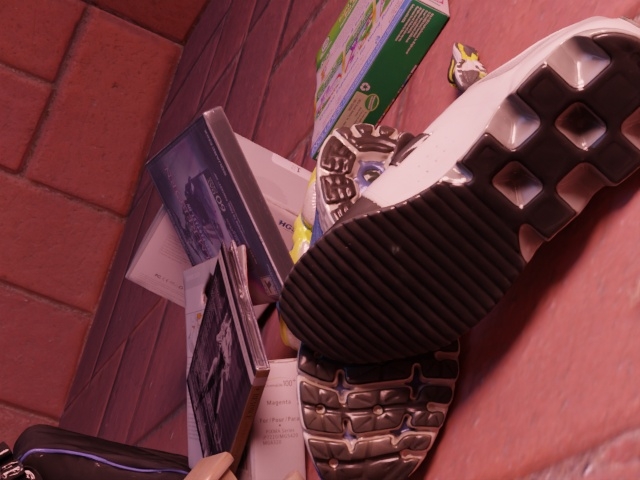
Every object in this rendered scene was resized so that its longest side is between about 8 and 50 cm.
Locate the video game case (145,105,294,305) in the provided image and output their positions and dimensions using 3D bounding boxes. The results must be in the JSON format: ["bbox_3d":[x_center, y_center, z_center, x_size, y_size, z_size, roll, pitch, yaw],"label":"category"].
[{"bbox_3d":[-0.110,-0.021,1.140,0.026,0.196,0.274,-26,3,-22],"label":"video game case"}]

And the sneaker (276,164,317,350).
[{"bbox_3d":[0.000,0.000,1.145,0.240,0.091,0.126,-70,16,-6],"label":"sneaker"}]

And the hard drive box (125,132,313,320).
[{"bbox_3d":[-0.116,-0.009,1.355,0.232,0.181,0.089,-53,14,40],"label":"hard drive box"}]

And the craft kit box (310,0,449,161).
[{"bbox_3d":[0.068,-0.250,1.323,0.250,0.061,0.246,-55,23,37],"label":"craft kit box"}]

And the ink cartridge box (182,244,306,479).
[{"bbox_3d":[-0.090,0.138,1.164,0.275,0.060,0.238,161,109,-68],"label":"ink cartridge box"}]

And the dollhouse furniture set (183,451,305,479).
[{"bbox_3d":[-0.118,0.210,0.813,0.303,0.173,0.355,-24,16,38],"label":"dollhouse furniture set"}]

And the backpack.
[{"bbox_3d":[-0.285,0.371,1.303,0.213,0.277,0.263,-170,95,-78],"label":"backpack"}]

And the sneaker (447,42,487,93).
[{"bbox_3d":[0.139,-0.157,1.026,0.083,0.031,0.035,-84,9,-54],"label":"sneaker"}]

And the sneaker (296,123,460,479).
[{"bbox_3d":[0.044,0.067,0.912,0.147,0.130,0.329,97,178,-57],"label":"sneaker"}]

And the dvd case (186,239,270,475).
[{"bbox_3d":[-0.096,0.135,1.071,0.164,0.018,0.221,-109,27,-42],"label":"dvd case"}]

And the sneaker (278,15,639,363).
[{"bbox_3d":[0.110,-0.036,0.780,0.330,0.122,0.146,-39,14,22],"label":"sneaker"}]
